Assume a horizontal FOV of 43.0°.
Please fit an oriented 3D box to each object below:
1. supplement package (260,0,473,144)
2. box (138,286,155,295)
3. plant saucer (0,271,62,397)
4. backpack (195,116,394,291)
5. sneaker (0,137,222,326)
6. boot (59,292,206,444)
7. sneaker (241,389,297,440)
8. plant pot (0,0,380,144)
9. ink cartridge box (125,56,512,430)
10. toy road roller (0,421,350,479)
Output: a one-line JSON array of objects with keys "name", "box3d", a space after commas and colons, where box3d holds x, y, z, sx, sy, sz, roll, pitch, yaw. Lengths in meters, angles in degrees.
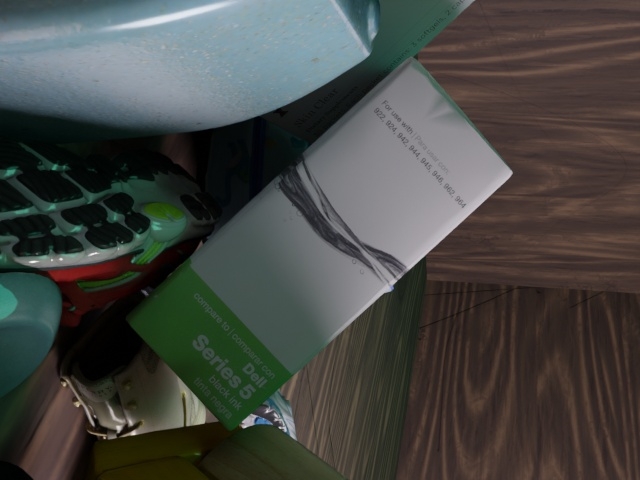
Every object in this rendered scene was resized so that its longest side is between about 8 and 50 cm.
[{"name": "supplement package", "box3d": [0.013, -0.246, 0.633, 0.145, 0.262, 0.204, 23, 40, -37]}, {"name": "box", "box3d": [-0.157, -0.001, 0.731, 0.067, 0.018, 0.083, 69, 27, -61]}, {"name": "plant saucer", "box3d": [-0.189, 0.064, 0.435, 0.119, 0.021, 0.119, -34, 160, -15]}, {"name": "backpack", "box3d": [-0.018, -0.092, 0.886, 0.290, 0.273, 0.355, 81, 29, -65]}, {"name": "sneaker", "box3d": [-0.165, 0.010, 0.537, 0.118, 0.107, 0.279, -54, 161, 17]}, {"name": "boot", "box3d": [-0.159, 0.166, 0.645, 0.213, 0.077, 0.165, -76, 162, -44]}, {"name": "sneaker", "box3d": [-0.058, 0.260, 1.113, 0.083, 0.071, 0.190, -80, 166, -51]}, {"name": "plant pot", "box3d": [-0.097, -0.188, 0.440, 0.248, 0.252, 0.247, 10, 83, -77]}, {"name": "ink cartridge box", "box3d": [0.000, 0.000, 0.650, 0.115, 0.273, 0.198, 48, 1, -1]}, {"name": "toy road roller", "box3d": [-0.108, 0.270, 0.510, 0.329, 0.202, 0.240, 0, 112, -50]}]
